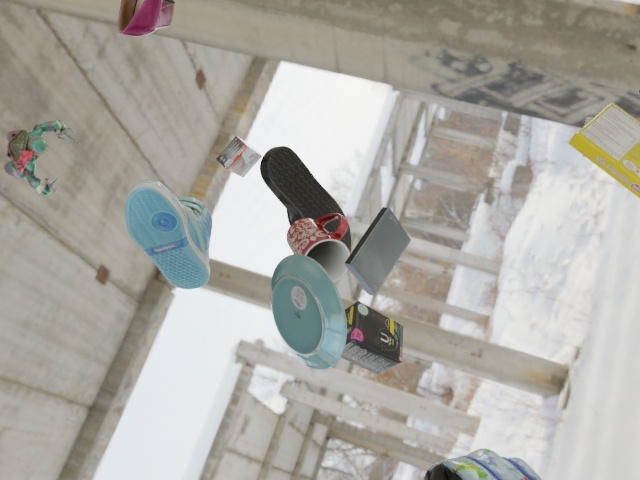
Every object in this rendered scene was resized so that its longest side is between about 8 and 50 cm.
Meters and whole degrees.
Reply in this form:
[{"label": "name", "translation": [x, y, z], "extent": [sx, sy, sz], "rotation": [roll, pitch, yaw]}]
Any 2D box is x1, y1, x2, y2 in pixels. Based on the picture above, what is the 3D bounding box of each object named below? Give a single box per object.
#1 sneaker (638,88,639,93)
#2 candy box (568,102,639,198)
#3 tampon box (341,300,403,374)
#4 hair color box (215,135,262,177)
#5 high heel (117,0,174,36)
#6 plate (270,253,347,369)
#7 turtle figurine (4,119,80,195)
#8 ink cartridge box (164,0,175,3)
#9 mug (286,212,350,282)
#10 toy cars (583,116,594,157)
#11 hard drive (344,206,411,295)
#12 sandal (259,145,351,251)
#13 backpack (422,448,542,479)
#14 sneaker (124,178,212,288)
[{"label": "sneaker", "translation": [0.869, -0.365, 1.594], "extent": [0.078, 0.067, 0.188], "rotation": [-46, 22, 12]}, {"label": "candy box", "translation": [0.435, -0.092, 0.835], "extent": [0.105, 0.206, 0.027], "rotation": [-35, -20, -33]}, {"label": "tampon box", "translation": [0.124, 0.258, 1.680], "extent": [0.101, 0.161, 0.120], "rotation": [-39, 32, 40]}, {"label": "hair color box", "translation": [-0.241, -0.248, 1.911], "extent": [0.093, 0.053, 0.167], "rotation": [-47, -10, 5]}, {"label": "high heel", "translation": [-0.308, -0.479, 1.105], "extent": [0.117, 0.082, 0.244], "rotation": [-41, -28, -51]}, {"label": "plate", "translation": [-0.030, 0.115, 1.001], "extent": [0.024, 0.188, 0.188], "rotation": [-14, -55, -38]}, {"label": "turtle figurine", "translation": [-0.635, -0.199, 1.419], "extent": [0.118, 0.234, 0.175], "rotation": [30, -107, -41]}, {"label": "ink cartridge box", "translation": [-0.478, -0.729, 1.551], "extent": [0.176, 0.069, 0.370], "rotation": [11, -129, -53]}, {"label": "mug", "translation": [0.003, 0.009, 1.488], "extent": [0.113, 0.150, 0.169], "rotation": [60, 174, -28]}, {"label": "toy cars", "translation": [0.726, -0.242, 1.310], "extent": [0.176, 0.394, 0.087], "rotation": [63, -176, 21]}, {"label": "hard drive", "translation": [0.106, 0.019, 1.160], "extent": [0.135, 0.022, 0.094], "rotation": [-55, -52, -23]}, {"label": "sandal", "translation": [-0.043, -0.097, 1.944], "extent": [0.167, 0.107, 0.445], "rotation": [-50, -60, -30]}, {"label": "backpack", "translation": [0.309, 0.530, 1.081], "extent": [0.273, 0.355, 0.290], "rotation": [-17, -50, -36]}, {"label": "sneaker", "translation": [-0.336, -0.059, 1.441], "extent": [0.319, 0.127, 0.208], "rotation": [76, -172, -47]}]
